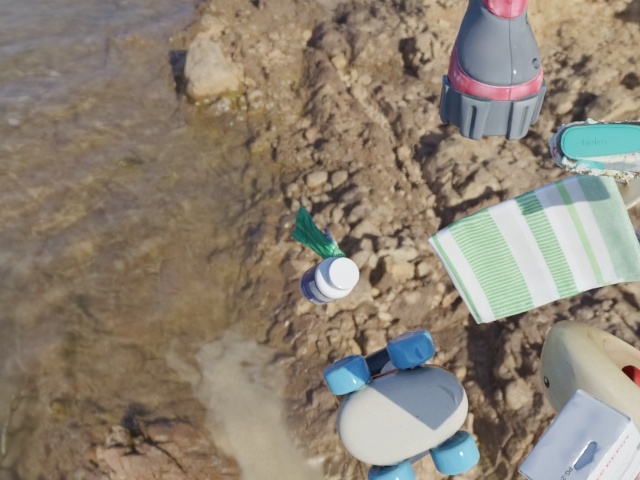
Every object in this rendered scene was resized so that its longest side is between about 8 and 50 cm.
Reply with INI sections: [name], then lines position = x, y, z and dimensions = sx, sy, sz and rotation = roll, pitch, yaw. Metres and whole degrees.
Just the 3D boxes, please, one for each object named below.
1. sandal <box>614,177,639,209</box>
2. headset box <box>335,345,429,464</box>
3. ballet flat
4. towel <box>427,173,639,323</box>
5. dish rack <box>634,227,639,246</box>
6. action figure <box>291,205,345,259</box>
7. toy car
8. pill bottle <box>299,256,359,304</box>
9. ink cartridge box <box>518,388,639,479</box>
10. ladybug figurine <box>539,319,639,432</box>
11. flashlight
[sandal]
position = 0.499, -0.087, 1.110
dimensions = 0.240, 0.079, 0.088
rotation = -27, 36, 14
[headset box]
position = 0.134, 0.345, 1.246
dimensions = 0.110, 0.293, 0.218
rotation = -25, 80, -19
[ballet flat]
position = 0.427, -0.118, 0.785
dimensions = 0.241, 0.091, 0.077
rotation = 10, -4, 14
[towel]
position = 0.388, 0.024, 1.071
dimensions = 0.325, 0.247, 0.038
rotation = -21, 28, 27
[dish rack]
position = 0.725, 0.091, 1.122
dimensions = 0.285, 0.072, 0.333
rotation = 52, 17, -3
[action figure]
position = 0.000, 0.000, 1.884
dimensions = 0.064, 0.137, 0.232
rotation = -17, 42, -32
[toy car]
position = 0.133, 0.267, 1.016
dimensions = 0.210, 0.219, 0.238
rotation = -23, 1, 5
[pill bottle]
position = 0.022, 0.090, 1.349
dimensions = 0.094, 0.169, 0.094
rotation = 6, 74, -20
[ink cartridge box]
position = 0.287, 0.239, 0.634
dimensions = 0.109, 0.150, 0.063
rotation = -51, 42, -6
[ladybug figurine]
position = 0.596, 0.331, 1.104
dimensions = 0.449, 0.161, 0.305
rotation = 36, 24, 11
[flashlight]
position = 0.169, -0.241, 0.525
dimensions = 0.103, 0.304, 0.103
rotation = 26, 48, 28
